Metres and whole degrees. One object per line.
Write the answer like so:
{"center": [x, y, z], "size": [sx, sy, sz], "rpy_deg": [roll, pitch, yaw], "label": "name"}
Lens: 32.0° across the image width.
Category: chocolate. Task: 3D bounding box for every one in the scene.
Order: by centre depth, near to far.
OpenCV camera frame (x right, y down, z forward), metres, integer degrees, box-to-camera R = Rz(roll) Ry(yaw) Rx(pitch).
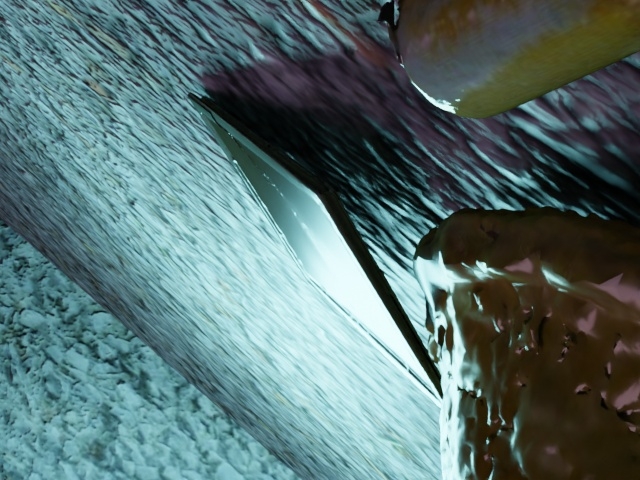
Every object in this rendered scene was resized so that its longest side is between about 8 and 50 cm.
{"center": [0.112, -0.104, 0.434], "size": [0.086, 0.086, 0.219], "rpy_deg": [48, 159, -14], "label": "chocolate"}

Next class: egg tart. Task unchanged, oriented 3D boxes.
{"center": [0.209, 0.167, 0.657], "size": [0.443, 0.178, 0.443], "rpy_deg": [38, 163, 14], "label": "egg tart"}

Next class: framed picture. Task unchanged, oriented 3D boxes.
{"center": [0.000, 0.000, 0.899], "size": [0.232, 0.019, 0.296], "rpy_deg": [58, 171, -31], "label": "framed picture"}
